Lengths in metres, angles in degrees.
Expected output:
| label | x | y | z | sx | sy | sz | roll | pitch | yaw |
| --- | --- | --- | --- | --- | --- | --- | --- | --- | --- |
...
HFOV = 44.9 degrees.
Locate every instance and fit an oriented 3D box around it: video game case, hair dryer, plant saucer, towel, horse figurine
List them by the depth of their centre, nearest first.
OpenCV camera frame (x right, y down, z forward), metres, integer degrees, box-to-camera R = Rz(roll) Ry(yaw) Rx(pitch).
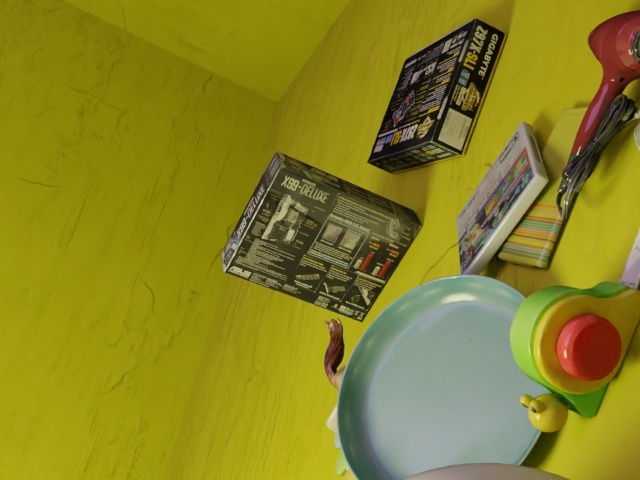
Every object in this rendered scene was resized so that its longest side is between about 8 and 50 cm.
| label | x | y | z | sx | sy | sz | roll | pitch | yaw |
| --- | --- | --- | --- | --- | --- | --- | --- | --- | --- |
| hair dryer | 0.353 | -0.187 | 0.971 | 0.223 | 0.080 | 0.294 | -48 | 16 | 53 |
| plant saucer | 0.159 | 0.194 | 0.997 | 0.317 | 0.043 | 0.318 | -25 | 46 | 28 |
| towel | 0.324 | -0.074 | 1.070 | 0.237 | 0.021 | 0.102 | -66 | 22 | -2 |
| horse figurine | 0.093 | 0.199 | 1.149 | 0.263 | 0.066 | 0.174 | 13 | 60 | 43 |
| video game case | 0.267 | -0.058 | 1.165 | 0.201 | 0.023 | 0.183 | -60 | 10 | 31 |

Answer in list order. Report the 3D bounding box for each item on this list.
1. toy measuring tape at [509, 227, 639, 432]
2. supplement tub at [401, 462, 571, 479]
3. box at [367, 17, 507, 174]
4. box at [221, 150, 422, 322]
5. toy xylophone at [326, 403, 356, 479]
| label | x | y | z | sx | sy | sz | roll | pitch | yaw |
| --- | --- | --- | --- | --- | --- | --- | --- | --- | --- |
| toy measuring tape | 0.290 | 0.049 | 0.842 | 0.330 | 0.121 | 0.121 | -67 | 16 | -2 |
| supplement tub | 0.145 | 0.380 | 0.622 | 0.241 | 0.241 | 0.331 | -53 | 22 | 40 |
| box | 0.223 | -0.277 | 1.559 | 0.257 | 0.079 | 0.322 | -71 | 17 | -8 |
| box | 0.000 | 0.000 | 1.475 | 0.242 | 0.307 | 0.076 | -61 | 21 | 22 |
| toy xylophone | 0.070 | 0.366 | 1.164 | 0.236 | 0.081 | 0.323 | -64 | 16 | 12 |
